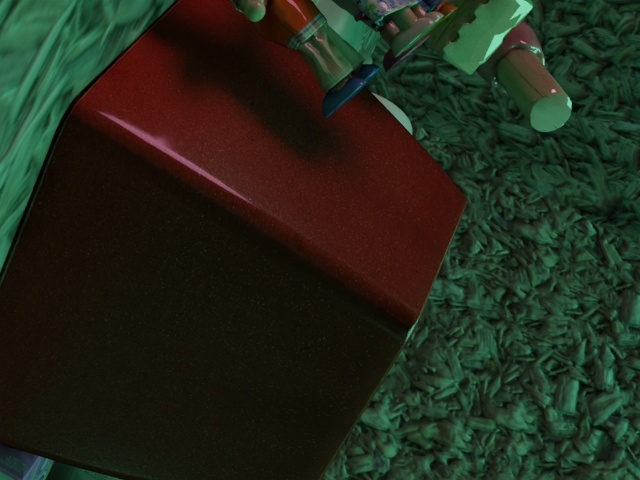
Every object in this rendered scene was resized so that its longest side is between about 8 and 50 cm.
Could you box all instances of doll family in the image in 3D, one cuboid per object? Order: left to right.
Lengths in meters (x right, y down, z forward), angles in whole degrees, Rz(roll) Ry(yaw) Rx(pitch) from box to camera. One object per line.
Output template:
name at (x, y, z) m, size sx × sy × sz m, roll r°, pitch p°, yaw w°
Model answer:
doll family at (0.016, -0.197, 1.013) m, size 0.118 × 0.163 × 0.263 m, roll -41°, pitch -178°, yaw 21°

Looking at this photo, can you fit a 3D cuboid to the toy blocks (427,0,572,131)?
toy blocks at (0.145, -0.314, 1.333) m, size 0.288 × 0.309 × 0.260 m, roll -49°, pitch -144°, yaw 19°

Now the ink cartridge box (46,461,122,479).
ink cartridge box at (-0.252, 0.284, 1.291) m, size 0.296 × 0.066 × 0.261 m, roll -55°, pitch -169°, yaw 13°

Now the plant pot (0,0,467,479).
plant pot at (-0.055, 0.018, 1.023) m, size 0.267 × 0.235 × 0.267 m, roll -62°, pitch 179°, yaw 33°

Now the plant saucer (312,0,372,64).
plant saucer at (-0.041, -0.119, 1.549) m, size 0.400 × 0.100 × 0.400 m, roll -60°, pitch -179°, yaw 2°

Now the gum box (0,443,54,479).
gum box at (-0.238, 0.175, 1.095) m, size 0.188 × 0.062 × 0.107 m, roll -61°, pitch 180°, yaw 36°

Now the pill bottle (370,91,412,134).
pill bottle at (0.000, 0.000, 1.735) m, size 0.188 × 0.188 × 0.334 m, roll 118°, pitch -11°, yaw -65°
